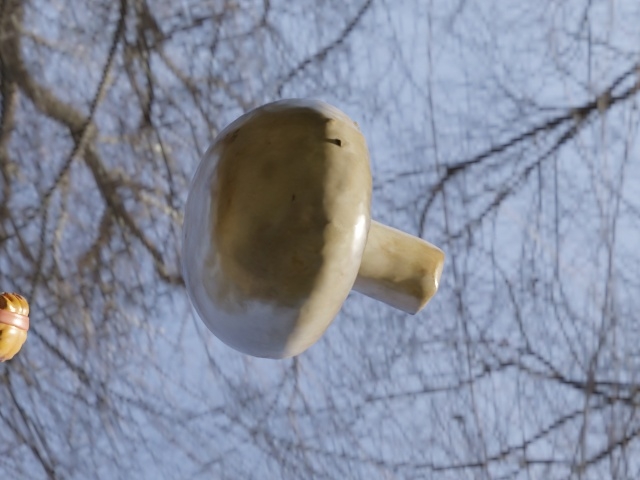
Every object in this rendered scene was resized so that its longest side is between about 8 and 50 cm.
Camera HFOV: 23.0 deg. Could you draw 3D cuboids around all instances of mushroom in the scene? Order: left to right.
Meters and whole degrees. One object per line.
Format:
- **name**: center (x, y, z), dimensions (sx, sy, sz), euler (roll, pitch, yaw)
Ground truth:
- **mushroom**: center (0.000, 0.000, 1.233), dimensions (0.215, 0.207, 0.207), euler (18, -133, -20)

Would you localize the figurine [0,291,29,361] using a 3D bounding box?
- **figurine**: center (-0.216, 0.036, 0.896), dimensions (0.109, 0.064, 0.047), euler (23, -93, 18)
